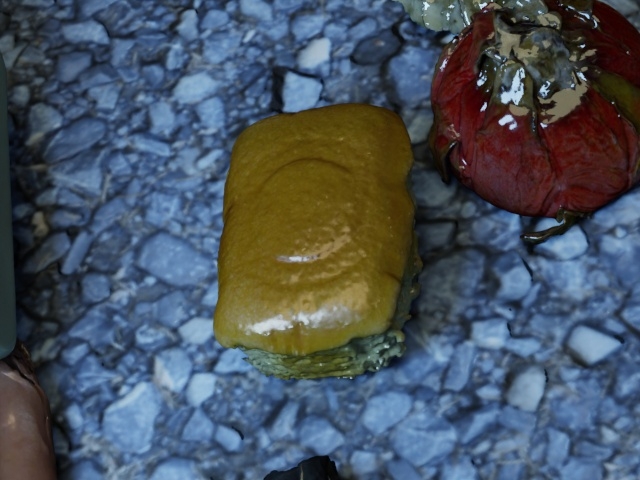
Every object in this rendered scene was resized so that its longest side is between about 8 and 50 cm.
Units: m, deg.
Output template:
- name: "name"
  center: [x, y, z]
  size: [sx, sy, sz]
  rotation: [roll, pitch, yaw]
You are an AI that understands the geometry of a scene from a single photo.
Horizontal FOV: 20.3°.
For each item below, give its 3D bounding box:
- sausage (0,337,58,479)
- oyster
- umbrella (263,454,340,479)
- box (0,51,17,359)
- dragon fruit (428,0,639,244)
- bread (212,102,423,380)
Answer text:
- name: "sausage"
  center: [-0.249, 0.186, 1.466]
  size: [0.078, 0.078, 0.304]
  rotation: [-21, 54, -2]
- name: "oyster"
  center: [0.117, -0.284, 1.698]
  size: [0.132, 0.072, 0.209]
  rotation: [-12, 57, 8]
- name: "umbrella"
  center: [0.017, 0.273, 1.363]
  size: [0.066, 0.059, 0.236]
  rotation: [-34, 56, 15]
- name: "box"
  center: [-0.450, -0.017, 1.542]
  size: [0.343, 0.177, 0.352]
  rotation: [-22, 54, 17]
- name: "dragon fruit"
  center: [0.193, -0.143, 1.540]
  size: [0.224, 0.148, 0.218]
  rotation: [-42, 60, -15]
- name: "bread"
  center: [0.000, 0.000, 1.506]
  size: [0.174, 0.121, 0.246]
  rotation: [-1, 59, 10]
